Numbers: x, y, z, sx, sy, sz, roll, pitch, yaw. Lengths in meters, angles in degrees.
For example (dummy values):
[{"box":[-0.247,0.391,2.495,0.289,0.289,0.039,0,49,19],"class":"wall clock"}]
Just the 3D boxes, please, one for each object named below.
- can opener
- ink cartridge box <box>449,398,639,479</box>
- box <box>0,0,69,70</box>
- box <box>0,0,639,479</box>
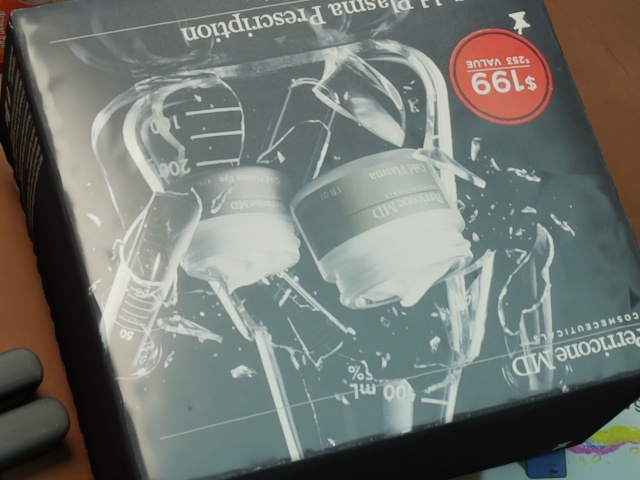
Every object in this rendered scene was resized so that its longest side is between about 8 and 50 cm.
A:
[{"box":[-0.271,0.127,1.030,0.283,0.095,0.076,-20,72,-36],"class":"can opener"},{"box":[0.158,0.163,1.247,0.154,0.093,0.212,14,53,-20],"class":"ink cartridge box"},{"box":[-0.190,-0.257,1.298,0.122,0.128,0.257,7,57,-25],"class":"box"},{"box":[0.000,0.000,1.113,0.343,0.179,0.313,-13,72,-18],"class":"box"}]
